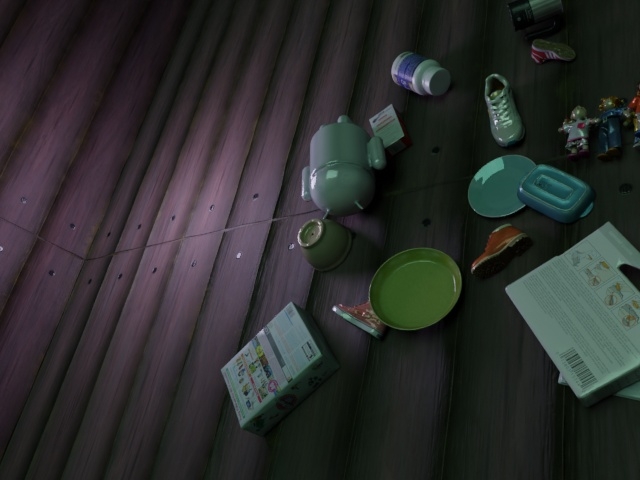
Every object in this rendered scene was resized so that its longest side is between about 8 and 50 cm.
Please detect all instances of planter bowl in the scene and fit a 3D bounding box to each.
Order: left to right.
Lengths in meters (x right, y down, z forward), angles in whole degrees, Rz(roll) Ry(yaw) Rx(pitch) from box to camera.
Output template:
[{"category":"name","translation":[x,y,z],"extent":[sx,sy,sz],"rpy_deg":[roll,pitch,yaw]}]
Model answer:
[{"category":"planter bowl","translation":[0.000,0.000,1.743],"extent":[0.162,0.109,0.162],"rpy_deg":[-24,48,30]}]

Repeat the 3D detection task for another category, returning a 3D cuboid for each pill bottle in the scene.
[{"category":"pill bottle","translation":[0.320,-0.523,1.815],"extent":[0.112,0.112,0.187],"rpy_deg":[-50,41,3]}]

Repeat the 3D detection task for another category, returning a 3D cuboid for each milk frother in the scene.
[{"category":"milk frother","translation":[0.612,-0.661,1.641],"extent":[0.135,0.129,0.143],"rpy_deg":[-15,48,22]}]

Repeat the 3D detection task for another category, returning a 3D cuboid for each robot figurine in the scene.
[{"category":"robot figurine","translation":[0.067,-0.220,1.765],"extent":[0.300,0.200,0.353],"rpy_deg":[-23,49,31]}]

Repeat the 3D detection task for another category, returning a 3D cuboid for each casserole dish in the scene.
[{"category":"casserole dish","translation":[0.552,-0.118,1.357],"extent":[0.114,0.037,0.188],"rpy_deg":[-49,50,-2]}]

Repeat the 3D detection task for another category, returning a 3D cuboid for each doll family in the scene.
[{"category":"doll family","translation":[0.694,-0.274,1.325],"extent":[0.263,0.119,0.163],"rpy_deg":[-19,55,56]}]

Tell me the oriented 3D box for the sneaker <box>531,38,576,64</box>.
[{"category":"sneaker","translation":[0.638,-0.510,1.579],"extent":[0.119,0.067,0.042],"rpy_deg":[27,78,18]}]

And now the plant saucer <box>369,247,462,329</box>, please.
[{"category":"plant saucer","translation":[0.242,0.127,1.458],"extent":[0.241,0.037,0.240],"rpy_deg":[-15,49,19]}]

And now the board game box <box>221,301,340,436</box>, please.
[{"category":"board game box","translation":[-0.120,0.358,1.612],"extent":[0.303,0.097,0.224],"rpy_deg":[-43,41,8]}]

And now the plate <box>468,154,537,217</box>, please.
[{"category":"plate","translation":[0.471,-0.136,1.475],"extent":[0.188,0.024,0.188],"rpy_deg":[-22,50,29]}]

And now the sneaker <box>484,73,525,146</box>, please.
[{"category":"sneaker","translation":[0.490,-0.351,1.557],"extent":[0.088,0.092,0.228],"rpy_deg":[-22,51,28]}]

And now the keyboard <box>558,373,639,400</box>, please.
[{"category":"keyboard","translation":[0.590,0.265,1.097],"extent":[0.256,0.014,0.072],"rpy_deg":[3,60,43]}]

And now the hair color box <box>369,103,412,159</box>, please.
[{"category":"hair color box","translation":[0.222,-0.347,1.826],"extent":[0.093,0.053,0.167],"rpy_deg":[-32,46,23]}]

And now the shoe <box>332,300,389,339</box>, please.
[{"category":"shoe","translation":[0.114,0.194,1.542],"extent":[0.178,0.063,0.081],"rpy_deg":[25,79,43]}]

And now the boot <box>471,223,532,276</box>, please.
[{"category":"boot","translation":[0.421,0.024,1.388],"extent":[0.158,0.059,0.084],"rpy_deg":[-37,40,5]}]

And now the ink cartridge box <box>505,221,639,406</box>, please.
[{"category":"ink cartridge box","translation":[0.561,0.142,1.159],"extent":[0.261,0.066,0.296],"rpy_deg":[-36,42,14]}]
